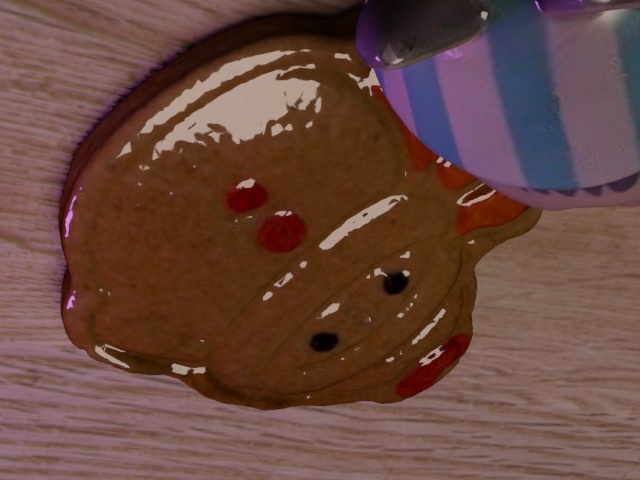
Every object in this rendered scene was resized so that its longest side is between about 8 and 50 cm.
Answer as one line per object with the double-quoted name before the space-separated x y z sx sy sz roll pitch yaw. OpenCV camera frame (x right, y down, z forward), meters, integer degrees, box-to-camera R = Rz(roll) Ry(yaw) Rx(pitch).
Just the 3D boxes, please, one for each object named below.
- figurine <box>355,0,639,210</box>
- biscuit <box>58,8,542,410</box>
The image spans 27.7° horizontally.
"figurine" 0.176 -0.166 0.662 0.266 0.378 0.361 23 112 -1
"biscuit" 0.000 0.000 0.961 0.359 0.074 0.381 -37 128 11
